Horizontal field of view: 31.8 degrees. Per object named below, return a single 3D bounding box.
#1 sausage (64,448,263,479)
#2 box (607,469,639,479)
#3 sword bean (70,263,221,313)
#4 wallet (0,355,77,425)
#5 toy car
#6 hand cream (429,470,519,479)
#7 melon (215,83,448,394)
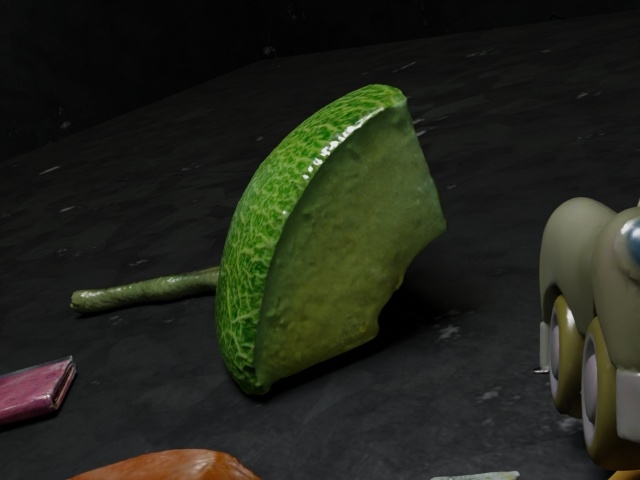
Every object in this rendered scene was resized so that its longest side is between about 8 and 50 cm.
[{"bbox_3d":[-0.138,0.219,0.655,0.268,0.141,0.153,-20,17,-4],"label":"sausage"},{"bbox_3d":[0.227,0.192,0.520,0.274,0.076,0.174,2,25,47],"label":"box"},{"bbox_3d":[-0.197,0.060,1.423,0.269,0.038,0.043,-10,-8,19],"label":"sword bean"},{"bbox_3d":[-0.385,0.184,1.212,0.232,0.025,0.119,-16,17,3],"label":"wallet"},{"bbox_3d":[0.261,0.011,0.678,0.242,0.226,0.336,0,3,6],"label":"toy car"},{"bbox_3d":[0.090,0.191,0.716,0.067,0.042,0.194,-13,12,15],"label":"hand cream"},{"bbox_3d":[0.000,0.000,1.219,0.226,0.331,0.343,18,-2,-19],"label":"melon"}]
